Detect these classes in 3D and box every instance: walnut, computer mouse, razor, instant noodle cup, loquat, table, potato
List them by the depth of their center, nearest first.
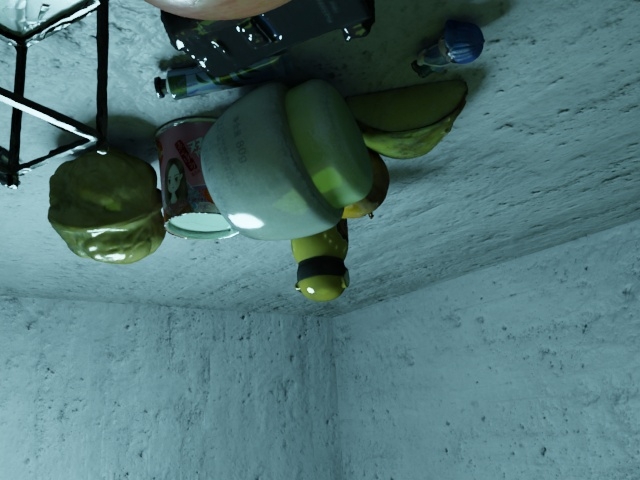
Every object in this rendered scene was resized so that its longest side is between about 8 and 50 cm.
[{"bbox_3d":[-0.487,-0.264,0.836,0.222,0.272,0.335,-13,163,27],"label":"table"},{"bbox_3d":[-0.079,-0.371,0.996,0.327,0.107,0.189,-11,160,18],"label":"razor"},{"bbox_3d":[0.205,-0.248,1.450,0.269,0.112,0.255,-5,163,9],"label":"potato"},{"bbox_3d":[-0.277,-0.138,1.484,0.243,0.231,0.243,-4,161,-1],"label":"instant noodle cup"},{"bbox_3d":[-0.776,-0.176,1.511,0.047,0.079,0.135,6,163,18],"label":"computer mouse"},{"bbox_3d":[-0.516,-0.085,1.521,0.277,0.282,0.253,9,-179,28],"label":"walnut"},{"bbox_3d":[0.060,-0.157,1.558,0.238,0.193,0.238,20,158,9],"label":"loquat"}]

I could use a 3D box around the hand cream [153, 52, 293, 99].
[{"bbox_3d":[-0.189,-0.323,1.220,0.271,0.058,0.091,-10,168,1],"label":"hand cream"}]

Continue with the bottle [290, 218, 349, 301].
[{"bbox_3d":[0.000,0.000,1.775,0.171,0.351,0.171,-4,163,-1],"label":"bottle"}]

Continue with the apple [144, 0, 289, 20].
[{"bbox_3d":[-0.093,-0.391,0.547,0.364,0.364,0.364,-4,162,-1],"label":"apple"}]

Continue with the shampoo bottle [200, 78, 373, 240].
[{"bbox_3d":[-0.074,-0.161,1.287,0.317,0.322,0.322,-21,158,14],"label":"shampoo bottle"}]

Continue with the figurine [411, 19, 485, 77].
[{"bbox_3d":[0.238,-0.356,1.175,0.086,0.087,0.149,-38,-175,-35],"label":"figurine"}]
